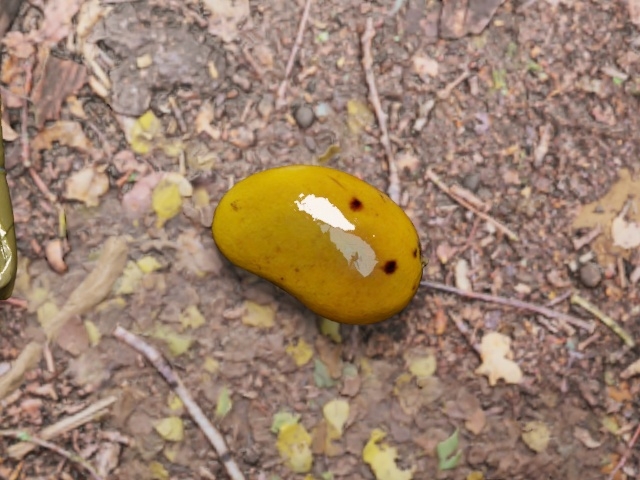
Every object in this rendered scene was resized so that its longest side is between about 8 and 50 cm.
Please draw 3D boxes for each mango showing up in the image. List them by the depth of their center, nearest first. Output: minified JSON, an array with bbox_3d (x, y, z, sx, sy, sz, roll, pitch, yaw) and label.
[{"bbox_3d":[0.003,-0.002,1.612,0.178,0.090,0.115,30,100,-1],"label":"mango"}]

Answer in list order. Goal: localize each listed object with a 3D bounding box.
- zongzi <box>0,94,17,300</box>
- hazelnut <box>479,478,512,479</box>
[{"bbox_3d":[-0.359,-0.071,1.554,0.228,0.115,0.256,-3,91,-2],"label":"zongzi"},{"bbox_3d":[0.156,0.300,1.591,0.218,0.234,0.218,8,131,10],"label":"hazelnut"}]
